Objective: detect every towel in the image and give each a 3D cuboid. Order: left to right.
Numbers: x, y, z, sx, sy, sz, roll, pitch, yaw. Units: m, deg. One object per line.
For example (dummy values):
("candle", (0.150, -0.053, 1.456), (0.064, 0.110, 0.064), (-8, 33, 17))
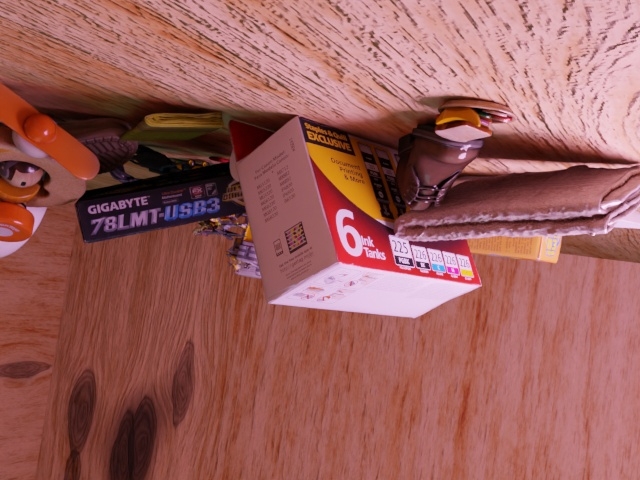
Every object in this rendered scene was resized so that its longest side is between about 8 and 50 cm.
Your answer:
("towel", (-0.213, -0.157, 1.158), (0.102, 0.021, 0.237), (-1, -178, -21))
("towel", (0.246, -0.047, 1.012), (0.282, 0.049, 0.187), (-3, -166, 38))

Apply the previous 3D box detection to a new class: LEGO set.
("LEGO set", (-0.221, -0.036, 1.812), (0.255, 0.192, 0.331), (12, 171, 19))

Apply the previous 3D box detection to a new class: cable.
("cable", (-0.328, -0.130, 1.624), (0.185, 0.047, 0.150), (9, 155, 16))

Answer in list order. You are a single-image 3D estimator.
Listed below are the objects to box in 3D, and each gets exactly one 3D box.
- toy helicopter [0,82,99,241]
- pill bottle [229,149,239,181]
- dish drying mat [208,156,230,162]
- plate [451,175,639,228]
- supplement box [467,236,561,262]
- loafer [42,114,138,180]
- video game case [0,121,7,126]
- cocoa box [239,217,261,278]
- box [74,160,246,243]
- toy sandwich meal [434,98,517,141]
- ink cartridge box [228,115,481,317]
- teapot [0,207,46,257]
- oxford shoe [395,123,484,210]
("toy helicopter", (-0.456, -0.134, 1.098), (0.235, 0.140, 0.355), (-13, 151, 30))
("pill bottle", (-0.055, -0.106, 1.235), (0.152, 0.086, 0.086), (10, 178, -42))
("dish drying mat", (-0.175, -0.152, 1.614), (0.032, 0.008, 0.083), (8, 179, 45))
("plate", (0.347, -0.063, 1.338), (0.278, 0.045, 0.277), (11, 177, -42))
("supplement box", (0.272, -0.012, 1.368), (0.234, 0.080, 0.078), (4, 178, 40))
("loafer", (-0.410, -0.156, 1.322), (0.269, 0.092, 0.102), (-9, 152, 20))
("video game case", (-0.602, -0.215, 1.467), (0.143, 0.019, 0.157), (9, 178, -26))
("cocoa box", (0.000, 0.000, 2.048), (0.232, 0.227, 0.347), (7, 177, 37))
("box", (-0.248, -0.073, 1.386), (0.296, 0.073, 0.293), (-12, -168, -10))
("toy sandwich meal", (0.150, -0.116, 0.817), (0.086, 0.029, 0.085), (9, 178, 0))
("ink cartridge box", (0.047, -0.049, 1.127), (0.130, 0.271, 0.309), (-31, 153, 35))
("teapot", (-0.616, -0.101, 1.469), (0.256, 0.252, 0.187), (-8, 155, 36))
("oxford shoe", (0.136, -0.082, 0.972), (0.083, 0.096, 0.227), (10, 177, -2))
